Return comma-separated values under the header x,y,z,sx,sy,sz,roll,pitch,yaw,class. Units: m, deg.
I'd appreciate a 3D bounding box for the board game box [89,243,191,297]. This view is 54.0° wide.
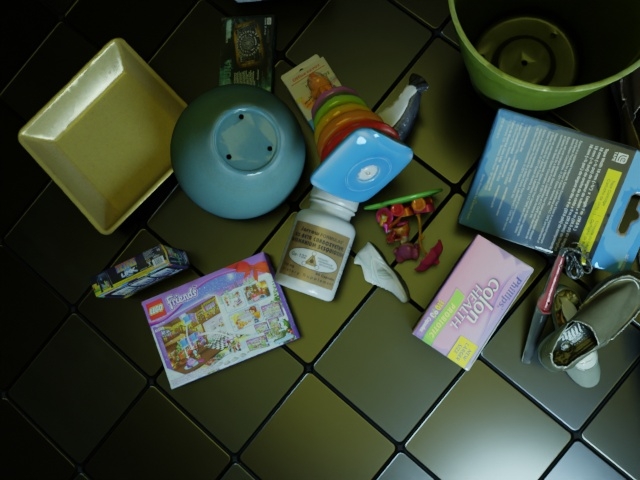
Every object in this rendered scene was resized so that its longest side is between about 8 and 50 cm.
x,y,z,sx,sy,sz,roll,pitch,yaw,class
-0.382,0.068,1.350,0.170,0.141,0.048,-25,82,4,board game box

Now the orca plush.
x,y,z,sx,sy,sz,roll,pitch,yaw,class
0.134,-0.223,1.344,0.151,0.102,0.287,37,101,35,orca plush

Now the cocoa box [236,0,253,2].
x,y,z,sx,sy,sz,roll,pitch,yaw,class
-0.102,-0.735,1.360,0.228,0.231,0.347,-2,83,7,cocoa box

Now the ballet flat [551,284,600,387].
x,y,z,sx,sy,sz,roll,pitch,yaw,class
0.506,0.192,1.253,0.072,0.068,0.213,-16,82,6,ballet flat

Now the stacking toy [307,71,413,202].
x,y,z,sx,sy,sz,roll,pitch,yaw,class
0.042,-0.240,1.260,0.166,0.175,0.302,-44,51,28,stacking toy

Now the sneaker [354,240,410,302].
x,y,z,sx,sy,sz,roll,pitch,yaw,class
0.131,0.076,1.330,0.061,0.054,0.152,-41,74,11,sneaker

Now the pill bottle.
x,y,z,sx,sy,sz,roll,pitch,yaw,class
0.000,0.000,1.312,0.131,0.131,0.229,18,86,9,pill bottle

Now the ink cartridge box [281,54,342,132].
x,y,z,sx,sy,sz,roll,pitch,yaw,class
-0.008,-0.326,1.385,0.104,0.061,0.181,-32,80,3,ink cartridge box

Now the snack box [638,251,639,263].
x,y,z,sx,sy,sz,roll,pitch,yaw,class
0.739,0.045,1.261,0.178,0.022,0.064,-6,84,7,snack box

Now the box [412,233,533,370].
x,y,z,sx,sy,sz,roll,pitch,yaw,class
0.280,0.119,1.204,0.117,0.243,0.213,34,89,10,box

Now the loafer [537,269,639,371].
x,y,z,sx,sy,sz,roll,pitch,yaw,class
0.515,0.159,1.170,0.094,0.087,0.251,42,101,9,loafer

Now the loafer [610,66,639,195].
x,y,z,sx,sy,sz,roll,pitch,yaw,class
0.670,-0.277,1.253,0.134,0.130,0.365,-3,83,7,loafer

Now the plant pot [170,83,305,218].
x,y,z,sx,sy,sz,roll,pitch,yaw,class
-0.160,-0.190,1.277,0.290,0.195,0.290,0,91,-12,plant pot

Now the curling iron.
x,y,z,sx,sy,sz,roll,pitch,yaw,class
0.452,0.130,1.227,0.068,0.035,0.274,26,114,19,curling iron

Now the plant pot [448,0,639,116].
x,y,z,sx,sy,sz,roll,pitch,yaw,class
0.415,-0.399,1.190,0.367,0.353,0.366,-1,84,7,plant pot

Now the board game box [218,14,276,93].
x,y,z,sx,sy,sz,roll,pitch,yaw,class
-0.167,-0.421,1.436,0.126,0.026,0.186,1,84,8,board game box

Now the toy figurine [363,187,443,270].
x,y,z,sx,sy,sz,roll,pitch,yaw,class
0.186,-0.012,1.309,0.173,0.130,0.159,-12,91,28,toy figurine

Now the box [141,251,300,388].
x,y,z,sx,sy,sz,roll,pitch,yaw,class
-0.215,0.172,1.358,0.293,0.057,0.201,-22,82,5,box

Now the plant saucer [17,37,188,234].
x,y,z,sx,sy,sz,roll,pitch,yaw,class
-0.458,-0.231,1.427,0.333,0.081,0.333,-44,80,0,plant saucer

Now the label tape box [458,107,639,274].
x,y,z,sx,sy,sz,roll,pitch,yaw,class
0.472,-0.097,1.247,0.334,0.106,0.240,20,102,10,label tape box
